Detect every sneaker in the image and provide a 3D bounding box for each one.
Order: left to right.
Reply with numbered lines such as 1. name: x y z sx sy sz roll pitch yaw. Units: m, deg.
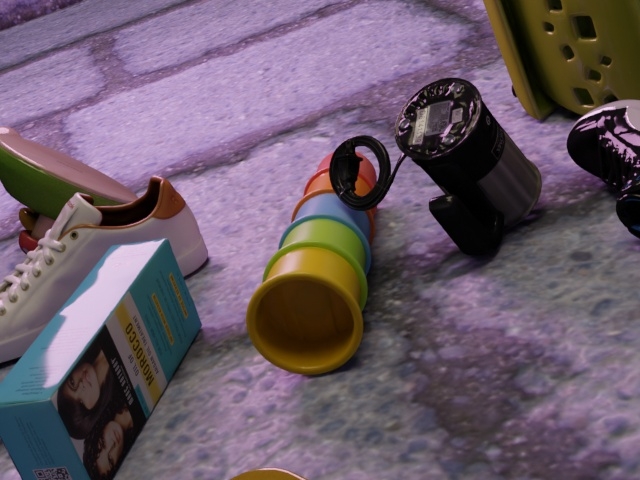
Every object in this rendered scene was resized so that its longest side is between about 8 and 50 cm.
1. sneaker: -0.266 0.022 1.133 0.290 0.123 0.106 -28 28 -16
2. sneaker: 0.272 -0.059 0.967 0.121 0.079 0.217 -31 29 -28

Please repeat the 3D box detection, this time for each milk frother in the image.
1. milk frother: 0.103 -0.059 1.017 0.143 0.135 0.129 10 68 40

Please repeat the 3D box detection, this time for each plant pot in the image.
1. plant pot: 0.309 -0.260 1.202 0.207 0.227 0.228 -1 30 48

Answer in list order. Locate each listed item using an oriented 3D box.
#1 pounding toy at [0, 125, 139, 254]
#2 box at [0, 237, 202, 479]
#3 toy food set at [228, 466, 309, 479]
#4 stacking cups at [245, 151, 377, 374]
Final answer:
1. pounding toy: -0.343 -0.050 1.334 0.237 0.110 0.183 27 5 12
2. box: -0.178 0.100 0.931 0.060 0.100 0.244 -9 27 20
3. toy food set: -0.005 0.213 0.630 0.218 0.071 0.128 14 64 53
4. stacking cups: 0.000 0.000 1.027 0.096 0.096 0.316 -14 24 11
